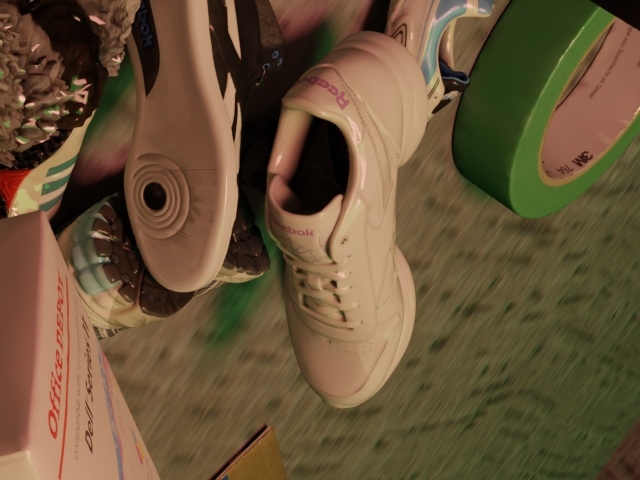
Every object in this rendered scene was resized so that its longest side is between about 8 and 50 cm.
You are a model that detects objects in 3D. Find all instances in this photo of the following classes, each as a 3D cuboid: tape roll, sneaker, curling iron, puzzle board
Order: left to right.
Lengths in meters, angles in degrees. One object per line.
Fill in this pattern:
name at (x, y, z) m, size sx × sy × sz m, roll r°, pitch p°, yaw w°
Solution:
sneaker at (-0.181, -0.049, 0.970) m, size 0.161 × 0.057 × 0.075 m, roll -59°, pitch 171°, yaw 11°
sneaker at (-0.132, 0.006, 1.090) m, size 0.122 × 0.110 × 0.283 m, roll -24°, pitch 180°, yaw 22°
sneaker at (-0.062, -0.081, 0.988) m, size 0.121 × 0.079 × 0.217 m, roll -12°, pitch 100°, yaw -59°
puzzle board at (-0.078, 0.248, 1.586) m, size 0.096 × 0.011 × 0.128 m, roll -42°, pitch 153°, yaw -19°
curling iron at (-0.025, -0.012, 1.297) m, size 0.068 × 0.035 × 0.274 m, roll -50°, pitch 155°, yaw -22°
sneaker at (0.000, 0.000, 1.174) m, size 0.152 × 0.114 × 0.305 m, roll -36°, pitch 134°, yaw -52°
sneaker at (0.065, -0.110, 1.255) m, size 0.237 × 0.086 × 0.085 m, roll -66°, pitch 171°, yaw 26°
tape roll at (0.263, -0.173, 1.541) m, size 0.321 × 0.077 × 0.321 m, roll -39°, pitch 152°, yaw -26°

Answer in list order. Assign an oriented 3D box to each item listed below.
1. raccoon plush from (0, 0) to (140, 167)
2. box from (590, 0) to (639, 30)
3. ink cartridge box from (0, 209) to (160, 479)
raccoon plush at (-0.212, -0.147, 0.655) m, size 0.446 × 0.216 × 0.299 m, roll -69°, pitch 176°, yaw -51°
box at (0.173, -0.261, 1.041) m, size 0.184 × 0.261 × 0.103 m, roll -27°, pitch 145°, yaw -43°
ink cartridge box at (-0.180, 0.132, 0.888) m, size 0.119 × 0.207 × 0.353 m, roll -14°, pitch 129°, yaw 3°
